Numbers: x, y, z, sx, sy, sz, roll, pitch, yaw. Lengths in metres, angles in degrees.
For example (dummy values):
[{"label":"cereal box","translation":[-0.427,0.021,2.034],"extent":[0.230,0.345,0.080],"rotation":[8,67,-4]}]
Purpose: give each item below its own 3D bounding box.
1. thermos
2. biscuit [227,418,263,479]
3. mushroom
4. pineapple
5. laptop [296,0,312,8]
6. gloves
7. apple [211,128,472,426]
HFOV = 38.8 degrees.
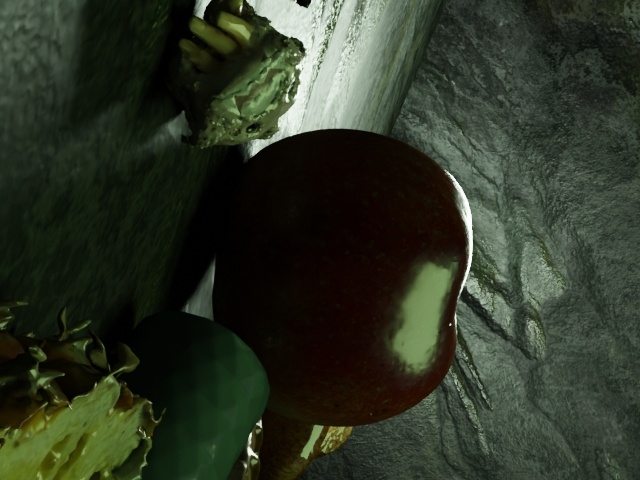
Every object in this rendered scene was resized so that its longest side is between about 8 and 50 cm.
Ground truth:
[{"label":"thermos","translation":[-0.157,0.210,0.762],"extent":[0.287,0.144,0.182],"rotation":[-60,150,-46]},{"label":"biscuit","translation":[-0.163,0.368,1.325],"extent":[0.268,0.115,0.366],"rotation":[-86,-168,-52]},{"label":"mushroom","translation":[-0.063,0.337,1.601],"extent":[0.345,0.259,0.345],"rotation":[-54,-168,17]},{"label":"pineapple","translation":[-0.184,0.121,0.478],"extent":[0.186,0.114,0.236],"rotation":[-67,165,2]},{"label":"laptop","translation":[0.017,-0.346,0.914],"extent":[0.197,0.016,0.135],"rotation":[105,8,-56]},{"label":"gloves","translation":[-0.063,-0.119,0.681],"extent":[0.110,0.094,0.144],"rotation":[-56,-176,6]},{"label":"apple","translation":[0.028,0.043,1.047],"extent":[0.348,0.276,0.349],"rotation":[6,90,-87]}]
